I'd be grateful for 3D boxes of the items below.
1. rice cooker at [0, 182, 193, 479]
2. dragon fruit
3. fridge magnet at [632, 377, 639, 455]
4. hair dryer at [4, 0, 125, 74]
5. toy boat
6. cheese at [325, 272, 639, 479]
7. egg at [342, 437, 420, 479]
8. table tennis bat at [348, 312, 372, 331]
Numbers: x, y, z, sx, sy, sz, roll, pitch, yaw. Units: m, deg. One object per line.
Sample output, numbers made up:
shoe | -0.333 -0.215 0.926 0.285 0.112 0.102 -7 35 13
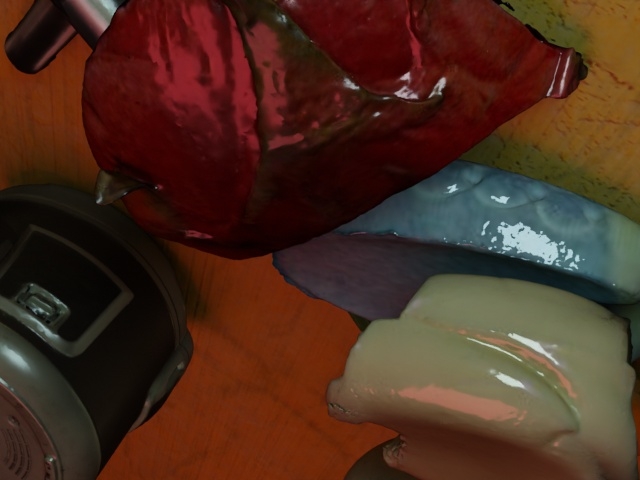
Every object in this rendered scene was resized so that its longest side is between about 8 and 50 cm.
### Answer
rice cooker | -0.336 0.117 1.380 0.335 0.325 0.335 14 131 16
dragon fruit | -0.026 -0.074 0.752 0.343 0.100 0.282 -26 140 30
fridge magnet | 0.250 0.153 1.088 0.143 0.063 0.143 24 151 14
hair dryer | -0.170 -0.164 1.027 0.320 0.156 0.284 49 172 -3
toy boat | 0.121 -0.001 0.955 0.330 0.123 0.215 10 155 18
cheese | 0.136 0.125 0.912 0.233 0.127 0.266 8 152 17
egg | 0.190 0.339 1.278 0.371 0.230 0.230 17 149 21
table tennis bat | 0.000 0.000 1.137 0.160 0.039 0.257 6 140 46
